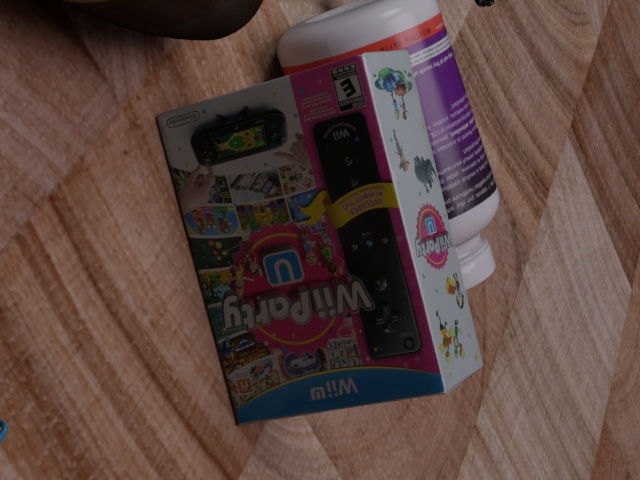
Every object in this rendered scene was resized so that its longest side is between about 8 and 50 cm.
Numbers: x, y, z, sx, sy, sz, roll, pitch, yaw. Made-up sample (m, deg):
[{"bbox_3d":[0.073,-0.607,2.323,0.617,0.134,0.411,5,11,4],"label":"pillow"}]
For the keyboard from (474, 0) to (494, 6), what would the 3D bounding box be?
[{"bbox_3d":[0.195,-0.401,1.707,0.033,0.317,0.202,-4,119,-26],"label":"keyboard"}]

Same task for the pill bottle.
[{"bbox_3d":[0.083,-0.100,1.449,0.181,0.181,0.323,-40,114,-57],"label":"pill bottle"}]

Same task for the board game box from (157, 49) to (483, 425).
[{"bbox_3d":[0.000,0.000,1.225,0.097,0.224,0.303,-22,97,-61],"label":"board game box"}]

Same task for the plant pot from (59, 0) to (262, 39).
[{"bbox_3d":[-0.133,-0.262,1.144,0.230,0.215,0.215,37,47,-68],"label":"plant pot"}]

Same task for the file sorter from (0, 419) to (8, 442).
[{"bbox_3d":[-0.287,0.089,0.804,0.170,0.118,0.104,64,30,-23],"label":"file sorter"}]
